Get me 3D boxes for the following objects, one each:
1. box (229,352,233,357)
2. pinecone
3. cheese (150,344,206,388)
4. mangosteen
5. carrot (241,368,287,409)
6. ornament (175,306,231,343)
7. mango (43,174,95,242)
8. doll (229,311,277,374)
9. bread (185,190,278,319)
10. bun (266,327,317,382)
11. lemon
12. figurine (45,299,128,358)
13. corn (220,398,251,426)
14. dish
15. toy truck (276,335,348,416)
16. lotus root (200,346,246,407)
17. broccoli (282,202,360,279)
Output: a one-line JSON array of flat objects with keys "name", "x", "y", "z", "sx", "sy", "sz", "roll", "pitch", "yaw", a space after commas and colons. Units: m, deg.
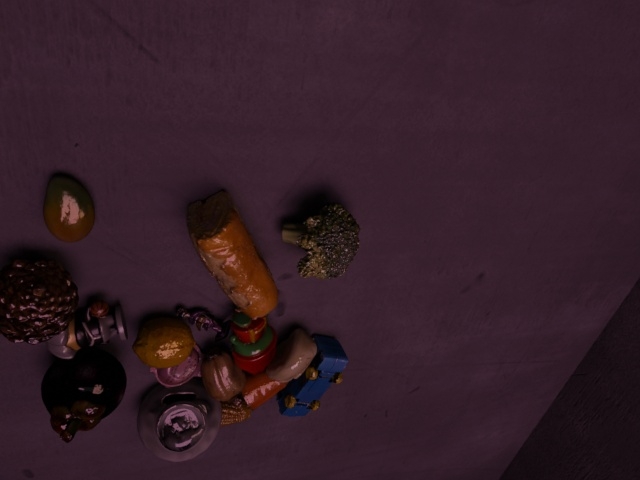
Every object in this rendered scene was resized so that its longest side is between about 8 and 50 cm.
[{"name": "box", "x": -0.342, "y": 0.476, "z": 1.955, "sx": 0.046, "sy": 0.012, "sz": 0.083, "roll": -35, "pitch": 130, "yaw": 4}, {"name": "pinecone", "x": -0.811, "y": 0.184, "z": 1.389, "sx": 0.244, "sy": 0.243, "sz": 0.257, "roll": -4, "pitch": 136, "yaw": -20}, {"name": "cheese", "x": -0.497, "y": 0.465, "z": 1.830, "sx": 0.286, "sy": 0.074, "sz": 0.189, "roll": 14, "pitch": 98, "yaw": -44}, {"name": "mangosteen", "x": -0.784, "y": 0.511, "z": 1.604, "sx": 0.275, "sy": 0.302, "sz": 0.275, "roll": -2, "pitch": 134, "yaw": -2}, {"name": "carrot", "x": -0.222, "y": 0.576, "z": 1.997, "sx": 0.225, "sy": 0.159, "sz": 0.159, "roll": -26, "pitch": 131, "yaw": -8}, {"name": "ornament", "x": -0.427, "y": 0.288, "z": 1.744, "sx": 0.203, "sy": 0.088, "sz": 0.081, "roll": 28, "pitch": 136, "yaw": -23}, {"name": "mango", "x": -0.688, "y": -0.085, "z": 1.333, "sx": 0.130, "sy": 0.092, "sz": 0.194, "roll": -11, "pitch": 120, "yaw": -12}, {"name": "doll", "x": -0.246, "y": 0.393, "z": 1.823, "sx": 0.182, "sy": 0.160, "sz": 0.363, "roll": -48, "pitch": 154, "yaw": -39}, {"name": "bread", "x": -0.268, "y": 0.058, "z": 1.517, "sx": 0.165, "sy": 0.236, "sz": 0.375, "roll": -24, "pitch": 131, "yaw": -1}, {"name": "bun", "x": -0.104, "y": 0.462, "z": 1.921, "sx": 0.229, "sy": 0.229, "sz": 0.145, "roll": -43, "pitch": 110, "yaw": 12}, {"name": "lemon", "x": -0.533, "y": 0.349, "z": 1.674, "sx": 0.193, "sy": 0.180, "sz": 0.180, "roll": -15, "pitch": 130, "yaw": -7}, {"name": "figurine", "x": -0.751, "y": 0.278, "z": 1.556, "sx": 0.236, "sy": 0.133, "sz": 0.176, "roll": -12, "pitch": 120, "yaw": -17}, {"name": "corn", "x": -0.463, "y": 0.719, "z": 2.027, "sx": 0.363, "sy": 0.120, "sz": 0.120, "roll": 1, "pitch": 125, "yaw": -26}, {"name": "dish", "x": -0.531, "y": 0.696, "z": 1.863, "sx": 0.324, "sy": 0.124, "sz": 0.324, "roll": 0, "pitch": 89, "yaw": -18}, {"name": "toy truck", "x": -0.043, "y": 0.582, "z": 2.064, "sx": 0.161, "sy": 0.162, "sz": 0.385, "roll": 16, "pitch": 119, "yaw": -32}, {"name": "lotus root", "x": -0.367, "y": 0.512, "z": 1.853, "sx": 0.154, "sy": 0.140, "sz": 0.256, "roll": -28, "pitch": 118, "yaw": -28}, {"name": "broccoli", "x": 0.013, "y": 0.010, "z": 1.597, "sx": 0.260, "sy": 0.235, "sz": 0.288, "roll": -11, "pitch": 133, "yaw": -14}]
